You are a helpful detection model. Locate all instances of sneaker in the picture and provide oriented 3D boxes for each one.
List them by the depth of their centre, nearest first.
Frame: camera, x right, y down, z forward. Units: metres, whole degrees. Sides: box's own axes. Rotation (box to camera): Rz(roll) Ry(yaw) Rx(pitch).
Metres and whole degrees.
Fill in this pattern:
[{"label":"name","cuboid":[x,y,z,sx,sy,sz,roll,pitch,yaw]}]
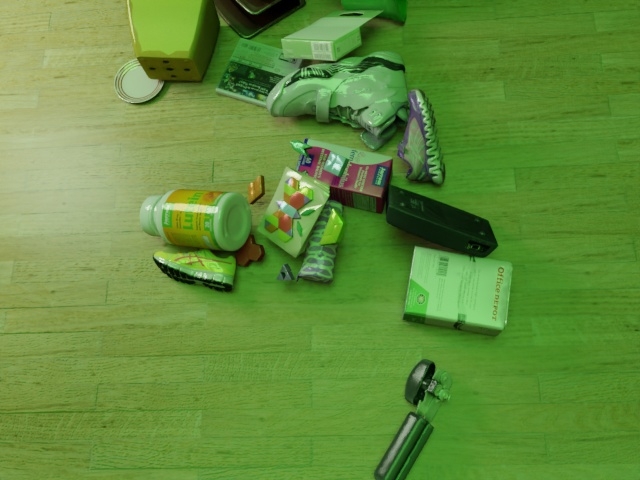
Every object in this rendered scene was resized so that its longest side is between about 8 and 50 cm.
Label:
[{"label":"sneaker","cuboid":[0.228,-0.240,1.567,0.105,0.095,0.236,-6,112,21]},{"label":"sneaker","cuboid":[-0.296,0.054,1.571,0.209,0.081,0.094,15,65,4]},{"label":"sneaker","cuboid":[0.058,-0.330,1.629,0.366,0.137,0.210,-16,67,-4]}]

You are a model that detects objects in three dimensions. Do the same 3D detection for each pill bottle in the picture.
[{"label":"pill bottle","cuboid":[-0.299,-0.052,1.552,0.246,0.136,0.136,5,71,26]}]

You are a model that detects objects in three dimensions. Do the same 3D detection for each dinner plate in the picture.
[{"label":"dinner plate","cuboid":[-0.490,-0.432,1.784,0.141,0.017,0.141,-1,71,4]}]

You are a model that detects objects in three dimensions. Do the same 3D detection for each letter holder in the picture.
[{"label":"letter holder","cuboid":[-0.218,-0.732,1.791,0.214,0.152,0.301,-34,71,-4]}]

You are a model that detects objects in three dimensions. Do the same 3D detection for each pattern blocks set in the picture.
[{"label":"pattern blocks set","cuboid":[-0.065,-0.067,1.513,0.286,0.026,0.324,17,94,32]}]

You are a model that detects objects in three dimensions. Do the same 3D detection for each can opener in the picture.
[{"label":"can opener","cuboid":[0.197,0.395,1.412,0.093,0.074,0.280,13,67,46]}]

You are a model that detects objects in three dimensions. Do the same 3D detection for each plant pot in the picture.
[{"label":"plant pot","cuboid":[-0.386,-0.531,1.708,0.212,0.212,0.187,3,80,0]}]

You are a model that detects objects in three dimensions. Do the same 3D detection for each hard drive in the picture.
[{"label":"hard drive","cuboid":[0.265,-0.044,1.490,0.255,0.172,0.054,20,113,-3]}]

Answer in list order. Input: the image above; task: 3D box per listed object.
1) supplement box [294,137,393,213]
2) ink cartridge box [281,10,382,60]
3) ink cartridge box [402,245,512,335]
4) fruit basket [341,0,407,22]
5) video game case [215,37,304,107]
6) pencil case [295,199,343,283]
[{"label":"supplement box","cuboid":[0.056,-0.154,1.584,0.220,0.114,0.111,13,74,8]},{"label":"ink cartridge box","cuboid":[0.036,-0.534,1.702,0.171,0.056,0.235,15,40,36]},{"label":"ink cartridge box","cuboid":[0.305,0.116,1.475,0.220,0.092,0.160,10,72,8]},{"label":"fruit basket","cuboid":[0.200,-0.767,1.646,0.393,0.392,0.282,4,71,7]},{"label":"video game case","cuboid":[-0.160,-0.443,1.753,0.191,0.022,0.173,19,73,11]},{"label":"pencil case","cuboid":[0.000,0.000,1.549,0.088,0.086,0.206,7,72,4]}]
